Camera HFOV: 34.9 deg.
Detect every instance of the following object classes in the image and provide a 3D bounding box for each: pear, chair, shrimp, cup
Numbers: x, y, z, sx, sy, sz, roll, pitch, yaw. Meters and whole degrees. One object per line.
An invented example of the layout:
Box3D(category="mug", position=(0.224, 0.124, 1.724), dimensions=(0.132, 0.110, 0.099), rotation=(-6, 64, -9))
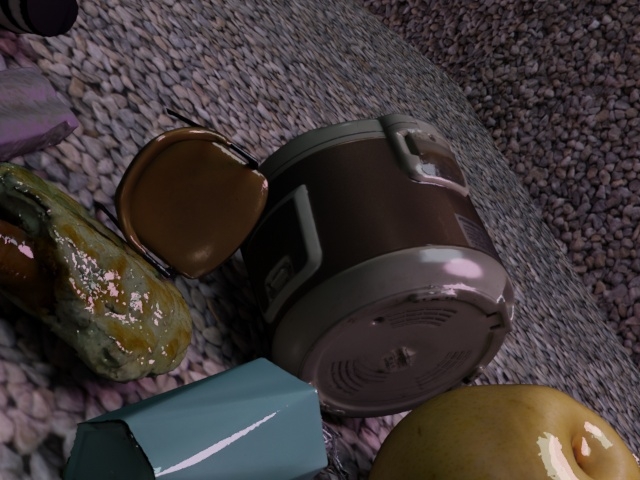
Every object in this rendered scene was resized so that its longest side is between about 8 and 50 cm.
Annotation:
Box3D(category="pear", position=(0.208, 0.306, 1.168), dimensions=(0.309, 0.309, 0.309), rotation=(40, 22, -20))
Box3D(category="chair", position=(-0.154, -0.050, 1.138), dimensions=(0.172, 0.159, 0.247), rotation=(38, -3, -19))
Box3D(category="shrimp", position=(-0.016, 0.229, 1.182), dimensions=(0.165, 0.056, 0.065), rotation=(41, 4, 9))
Box3D(category="cup", position=(-0.110, 0.196, 0.945), dimensions=(0.134, 0.148, 0.235), rotation=(53, 25, 19))

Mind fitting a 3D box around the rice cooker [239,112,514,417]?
Box3D(category="rice cooker", position=(0.060, 0.023, 1.313), dimensions=(0.335, 0.335, 0.325), rotation=(28, 32, -42))

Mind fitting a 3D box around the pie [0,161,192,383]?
Box3D(category="pie", position=(-0.240, 0.027, 1.033), dimensions=(0.274, 0.105, 0.257), rotation=(43, 11, -17))

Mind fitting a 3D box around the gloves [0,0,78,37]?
Box3D(category="gloves", position=(-0.423, -0.347, 1.328), dimensions=(0.218, 0.131, 0.140), rotation=(24, 11, 27))

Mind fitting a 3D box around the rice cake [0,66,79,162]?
Box3D(category="rice cake", position=(-0.374, -0.135, 1.118), dimensions=(0.106, 0.050, 0.298), rotation=(49, 20, 2))
